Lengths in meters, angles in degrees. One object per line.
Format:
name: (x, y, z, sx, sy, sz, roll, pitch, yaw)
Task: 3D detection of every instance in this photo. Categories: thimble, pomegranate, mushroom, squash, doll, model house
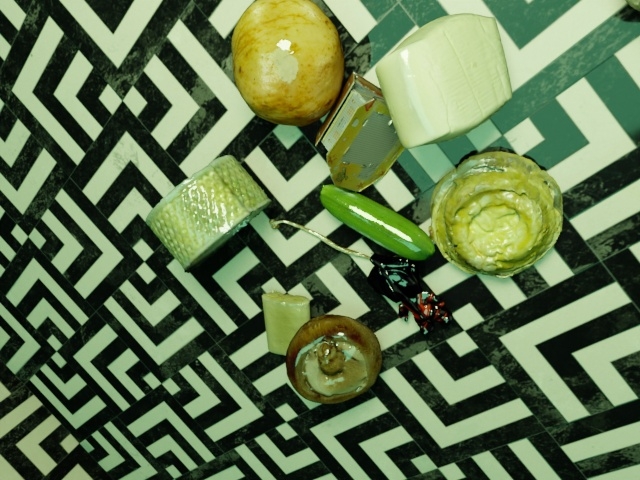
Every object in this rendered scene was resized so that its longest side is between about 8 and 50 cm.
thimble: (-0.261, -0.062, 1.064, 0.270, 0.271, 0.150, -37, 94, 29)
pomegranate: (-0.067, -0.350, 0.894, 0.248, 0.248, 0.248, 8, 114, 18)
mushroom: (0.036, 0.303, 1.159, 0.252, 0.153, 0.253, 0, 114, -1)
squash: (0.125, -0.042, 1.024, 0.292, 0.082, 0.082, 31, 120, 15)
doll: (0.202, 0.118, 1.072, 0.248, 0.088, 0.127, 42, 100, -11)
mushroom: (0.001, -0.005, 1.129, 0.286, 0.026, 0.028, 18, 133, 11)
model house: (0.070, -0.230, 0.956, 0.219, 0.207, 0.136, -55, 54, 33)

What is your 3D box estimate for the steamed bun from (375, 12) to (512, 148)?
steamed bun: (0.216, -0.286, 0.819, 0.154, 0.250, 0.200, 1, 118, 62)

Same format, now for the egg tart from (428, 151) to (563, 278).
egg tart: (0.357, -0.041, 0.933, 0.278, 0.095, 0.279, 7, 113, 18)

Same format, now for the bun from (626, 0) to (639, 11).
bun: (0.529, -0.436, 0.676, 0.172, 0.120, 0.173, -10, 134, -10)

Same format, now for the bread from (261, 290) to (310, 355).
bread: (-0.087, 0.231, 1.239, 0.139, 0.060, 0.178, 7, 114, 18)
